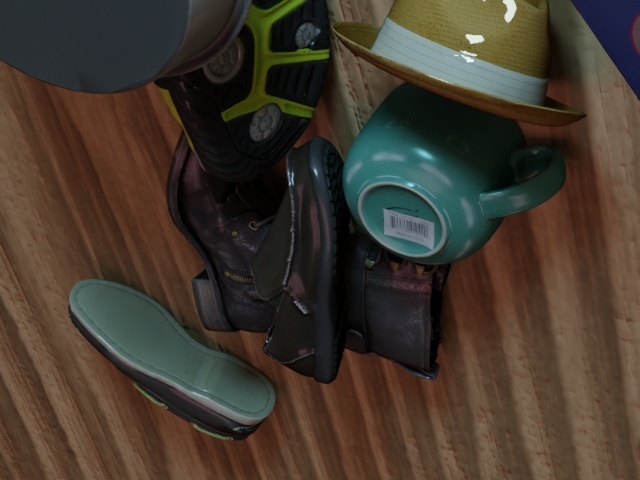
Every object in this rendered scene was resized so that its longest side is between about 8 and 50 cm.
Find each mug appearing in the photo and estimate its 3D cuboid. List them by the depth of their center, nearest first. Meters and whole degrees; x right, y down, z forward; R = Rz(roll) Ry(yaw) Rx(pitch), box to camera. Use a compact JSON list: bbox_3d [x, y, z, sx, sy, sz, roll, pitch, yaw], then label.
[{"bbox_3d":[0.090,-0.050,1.243,0.129,0.097,0.158,45,141,-11],"label":"mug"}]

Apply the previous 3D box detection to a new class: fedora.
[{"bbox_3d":[0.104,-0.142,1.122,0.194,0.194,0.079,23,104,15],"label":"fedora"}]

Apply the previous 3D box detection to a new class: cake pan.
[{"bbox_3d":[-0.182,-0.214,1.086,0.293,0.054,0.293,20,140,18],"label":"cake pan"}]

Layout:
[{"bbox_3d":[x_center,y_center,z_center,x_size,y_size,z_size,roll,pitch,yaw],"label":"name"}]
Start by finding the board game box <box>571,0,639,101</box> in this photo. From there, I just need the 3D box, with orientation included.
[{"bbox_3d":[0.296,-0.104,0.922,0.233,0.078,0.347,9,166,29],"label":"board game box"}]

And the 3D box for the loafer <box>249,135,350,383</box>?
[{"bbox_3d":[-0.020,0.020,1.304,0.078,0.080,0.220,5,119,8],"label":"loafer"}]

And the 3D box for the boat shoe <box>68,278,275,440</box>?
[{"bbox_3d":[-0.156,0.123,1.610,0.228,0.081,0.068,33,137,-1],"label":"boat shoe"}]

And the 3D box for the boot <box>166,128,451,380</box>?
[{"bbox_3d":[0.000,0.000,1.386,0.229,0.091,0.263,8,133,20],"label":"boot"}]

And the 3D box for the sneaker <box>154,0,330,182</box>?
[{"bbox_3d":[-0.108,-0.217,1.216,0.147,0.145,0.384,25,142,46],"label":"sneaker"}]
